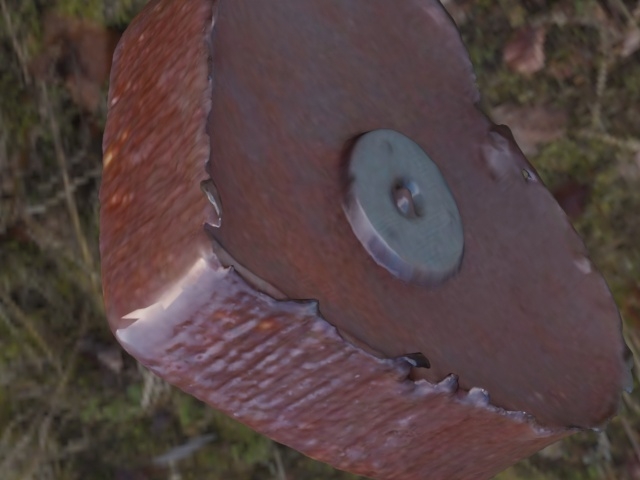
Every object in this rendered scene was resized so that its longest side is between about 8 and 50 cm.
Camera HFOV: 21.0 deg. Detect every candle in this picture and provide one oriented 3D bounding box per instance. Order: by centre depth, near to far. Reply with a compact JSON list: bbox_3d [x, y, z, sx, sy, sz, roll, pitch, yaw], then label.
[{"bbox_3d":[0.000,0.000,0.865,0.131,0.287,0.317,-37,87,33],"label":"candle"}]
